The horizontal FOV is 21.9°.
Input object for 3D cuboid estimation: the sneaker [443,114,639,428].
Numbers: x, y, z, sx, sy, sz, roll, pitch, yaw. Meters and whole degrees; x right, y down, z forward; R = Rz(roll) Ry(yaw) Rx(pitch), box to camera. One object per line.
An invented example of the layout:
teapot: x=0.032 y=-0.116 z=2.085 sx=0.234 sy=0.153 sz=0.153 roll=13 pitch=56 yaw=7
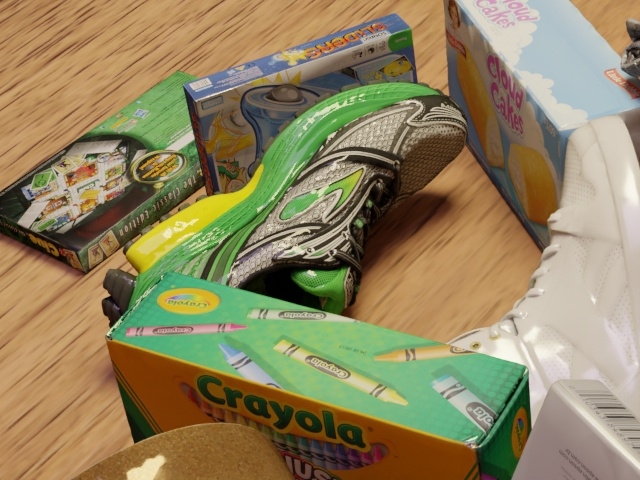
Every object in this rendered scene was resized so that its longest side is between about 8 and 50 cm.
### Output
sneaker: x=0.156 y=0.046 z=1.175 sx=0.169 sy=0.108 sz=0.292 roll=-6 pitch=62 yaw=8

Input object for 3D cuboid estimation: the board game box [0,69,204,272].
board game box: x=-0.171 y=-0.070 z=1.521 sx=0.136 sy=0.030 sz=0.260 roll=21 pitch=47 yaw=37

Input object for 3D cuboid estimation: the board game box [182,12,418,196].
board game box: x=-0.010 y=-0.104 z=1.442 sx=0.201 sy=0.136 sz=0.035 roll=-21 pitch=38 yaw=-14

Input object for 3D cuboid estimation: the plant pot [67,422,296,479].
plant pot: x=-0.048 y=0.271 z=0.910 sx=0.237 sy=0.237 sz=0.254 roll=-28 pitch=54 yaw=-23

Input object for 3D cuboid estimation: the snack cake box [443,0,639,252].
snack cake box: x=0.189 y=-0.108 z=1.391 sx=0.089 sy=0.152 sz=0.264 roll=-16 pitch=37 yaw=-9

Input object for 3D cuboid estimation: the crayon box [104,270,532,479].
crayon box: x=0.004 y=0.134 z=1.102 sx=0.278 sy=0.165 sz=0.081 roll=14 pitch=43 yaw=28

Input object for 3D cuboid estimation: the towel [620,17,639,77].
towel: x=0.367 y=-0.137 z=1.179 sx=0.235 sy=0.121 sz=0.284 roll=17 pitch=-7 yaw=-11

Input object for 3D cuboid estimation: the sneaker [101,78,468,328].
sneaker: x=0.000 y=0.000 z=1.332 sx=0.343 sy=0.134 sz=0.146 roll=-40 pitch=53 yaw=-22

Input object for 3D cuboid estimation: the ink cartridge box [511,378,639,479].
ink cartridge box: x=0.168 y=0.230 z=0.931 sx=0.045 sy=0.224 sz=0.223 roll=3 pitch=29 yaw=-34
